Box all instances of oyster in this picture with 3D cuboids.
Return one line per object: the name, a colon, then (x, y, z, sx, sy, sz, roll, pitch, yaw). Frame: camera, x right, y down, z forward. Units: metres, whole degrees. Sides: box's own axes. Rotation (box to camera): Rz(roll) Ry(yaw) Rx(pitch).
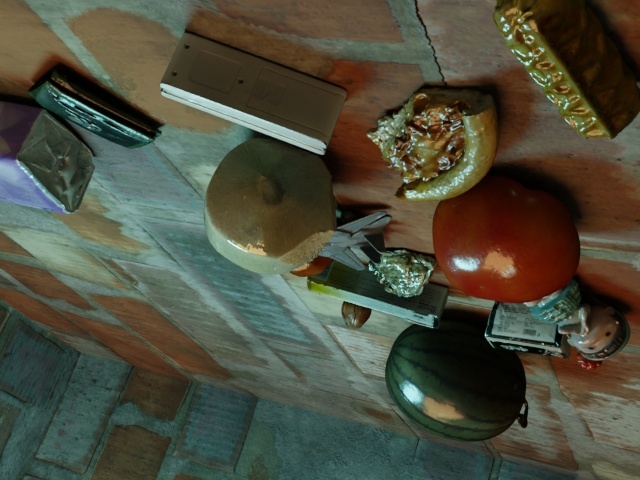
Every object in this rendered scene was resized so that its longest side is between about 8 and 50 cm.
oyster: (0.174, 0.064, 1.978, 0.177, 0.064, 0.125, 19, 146, 33)

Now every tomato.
tomato: (0.304, 0.004, 1.557, 0.259, 0.180, 0.260, 19, 157, 9)

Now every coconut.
coconut: (-0.087, -0.062, 1.669, 0.245, 0.245, 0.247, 22, 166, -5)

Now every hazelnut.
hazelnut: (0.087, 0.179, 2.292, 0.086, 0.086, 0.086, 18, 158, 7)

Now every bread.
bread: (0.304, -0.226, 1.133, 0.098, 0.087, 0.269, -1, 151, 44)

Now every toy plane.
toy plane: (0.000, -0.010, 1.851, 0.267, 0.088, 0.212, 5, 145, -8)

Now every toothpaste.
toothpaste: (0.129, 0.110, 2.084, 0.312, 0.089, 0.071, 15, 151, 14)

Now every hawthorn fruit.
hawthorn fruit: (-0.023, 0.012, 1.962, 0.125, 0.140, 0.125, 31, 136, 36)

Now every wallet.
wallet: (-0.443, -0.245, 1.798, 0.236, 0.055, 0.160, 31, 163, -27)

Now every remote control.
remote control: (-0.105, -0.232, 1.458, 0.277, 0.103, 0.055, 20, 160, 1)

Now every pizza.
pizza: (0.174, -0.145, 1.451, 0.182, 0.074, 0.365, 31, 158, -10)

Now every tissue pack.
tissue pack: (-0.688, -0.193, 1.989, 0.338, 0.160, 0.242, 11, 158, 20)
tissue pack: (0.446, 0.184, 1.955, 0.170, 0.103, 0.090, 7, 162, 32)

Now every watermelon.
watermelon: (0.331, 0.334, 2.182, 0.359, 0.279, 0.279, 18, 158, 1)

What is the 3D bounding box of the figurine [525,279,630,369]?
figurine: (0.497, 0.152, 1.819, 0.245, 0.110, 0.138, 35, 130, -18)
